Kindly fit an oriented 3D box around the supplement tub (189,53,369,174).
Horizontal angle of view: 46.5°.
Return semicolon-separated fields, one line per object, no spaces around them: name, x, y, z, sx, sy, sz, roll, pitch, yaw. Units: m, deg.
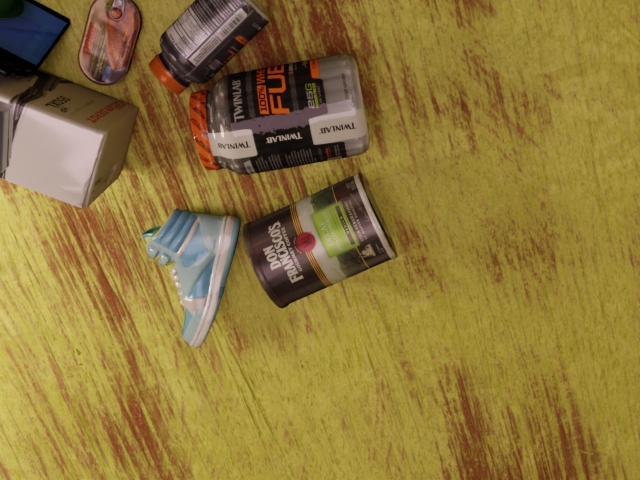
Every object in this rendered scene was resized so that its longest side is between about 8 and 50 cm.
supplement tub;-0.080;-0.249;1.504;0.338;0.207;0.207;-10;110;3

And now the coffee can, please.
coffee can;0.000;0.000;1.599;0.275;0.201;0.201;-25;108;8

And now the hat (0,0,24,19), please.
hat;-0.610;-0.531;1.380;0.209;0.173;0.183;29;123;-6

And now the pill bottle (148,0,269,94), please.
pill bottle;-0.230;-0.405;1.488;0.246;0.130;0.130;-40;105;14

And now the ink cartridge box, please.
ink cartridge box;-0.592;-0.238;1.468;0.395;0.285;0.166;21;109;-8

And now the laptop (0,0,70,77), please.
laptop;-0.634;-0.421;1.401;0.234;0.264;0.136;27;98;-9

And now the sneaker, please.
sneaker;-0.313;0.074;1.670;0.208;0.127;0.319;15;100;-7

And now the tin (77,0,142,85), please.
tin;-0.434;-0.415;1.535;0.106;0.040;0.189;19;109;-11
